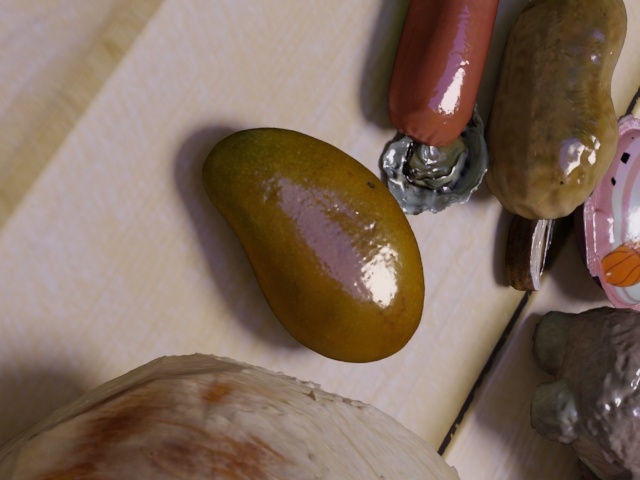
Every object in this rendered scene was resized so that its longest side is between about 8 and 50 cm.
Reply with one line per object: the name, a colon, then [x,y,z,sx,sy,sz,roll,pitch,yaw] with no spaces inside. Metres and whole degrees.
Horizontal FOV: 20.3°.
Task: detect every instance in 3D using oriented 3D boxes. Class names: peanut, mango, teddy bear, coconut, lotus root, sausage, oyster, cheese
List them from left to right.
coconut: [-0.088,0.248,1.139,0.415,0.415,0.344,19,90,-41]
mango: [0.000,0.000,1.381,0.227,0.099,0.136,49,68,-23]
oyster: [0.094,-0.069,1.508,0.100,0.037,0.098,-6,77,-22]
sausage: [0.105,-0.172,1.478,0.077,0.077,0.194,22,77,-41]
lotus root: [0.181,0.003,1.579,0.030,0.037,0.083,13,88,-49]
peanut: [0.210,-0.128,1.554,0.120,0.110,0.236,17,73,2]
teddy bear: [0.289,0.179,1.614,0.236,0.151,0.267,-77,149,-46]
cheese: [0.310,-0.030,1.674,0.286,0.074,0.188,-17,107,-54]
